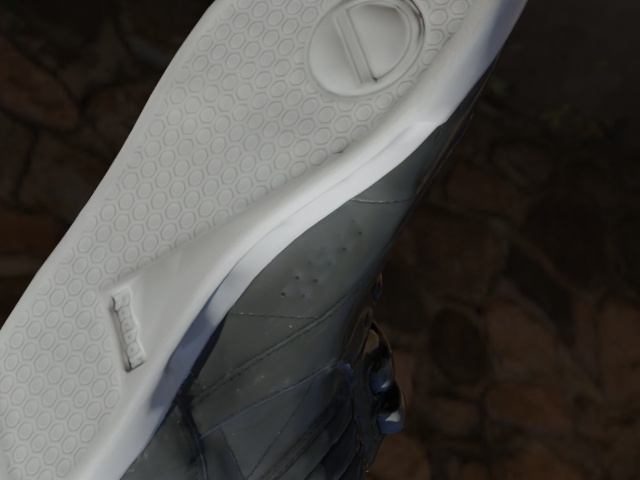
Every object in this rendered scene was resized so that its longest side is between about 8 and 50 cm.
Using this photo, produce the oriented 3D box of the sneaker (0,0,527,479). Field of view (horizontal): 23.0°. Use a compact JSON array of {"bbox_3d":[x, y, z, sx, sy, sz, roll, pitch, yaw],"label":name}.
[{"bbox_3d":[0.000,0.000,0.600,0.296,0.104,0.147,-52,142,1],"label":"sneaker"}]
